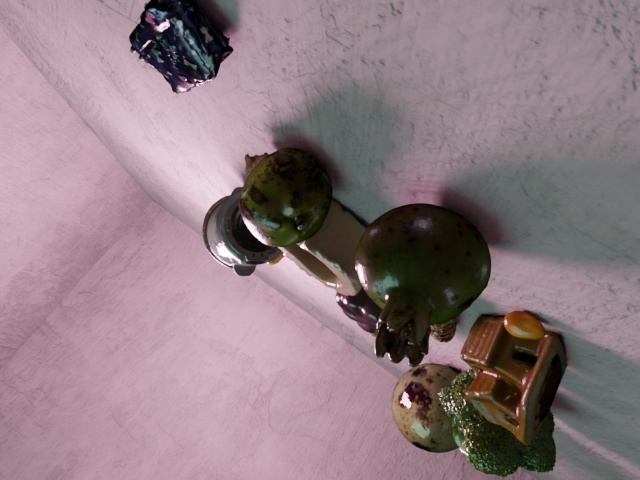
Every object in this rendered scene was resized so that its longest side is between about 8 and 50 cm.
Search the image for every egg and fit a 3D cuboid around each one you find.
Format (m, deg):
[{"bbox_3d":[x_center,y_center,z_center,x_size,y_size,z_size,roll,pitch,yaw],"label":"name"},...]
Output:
[{"bbox_3d":[0.467,0.686,1.914,0.344,0.345,0.428,33,170,15],"label":"egg"}]

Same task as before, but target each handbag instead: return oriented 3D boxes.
[{"bbox_3d":[-0.270,-0.374,0.872,0.162,0.113,0.260,40,165,-29],"label":"handbag"}]

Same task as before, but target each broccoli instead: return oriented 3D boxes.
[{"bbox_3d":[0.543,0.556,1.435,0.309,0.321,0.413,-22,171,34],"label":"broccoli"}]

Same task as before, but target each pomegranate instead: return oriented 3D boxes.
[{"bbox_3d":[-0.101,-0.123,1.065,0.277,0.222,0.204,53,-175,12],"label":"pomegranate"},{"bbox_3d":[0.191,0.071,0.827,0.242,0.242,0.306,48,-158,-36],"label":"pomegranate"}]

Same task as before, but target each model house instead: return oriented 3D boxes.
[{"bbox_3d":[0.441,0.313,1.121,0.239,0.268,0.173,24,180,45],"label":"model house"}]

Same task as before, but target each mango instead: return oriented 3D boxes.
[{"bbox_3d":[0.449,0.188,1.017,0.089,0.060,0.046,24,-159,35],"label":"mango"}]

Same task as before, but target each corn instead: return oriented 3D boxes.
[{"bbox_3d":[0.335,0.218,1.300,0.098,0.098,0.290,28,166,32],"label":"corn"}]

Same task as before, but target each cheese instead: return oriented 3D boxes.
[{"bbox_3d":[0.002,-0.002,1.289,0.332,0.153,0.292,38,165,-9],"label":"cheese"}]

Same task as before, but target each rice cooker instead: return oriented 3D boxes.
[{"bbox_3d":[-0.249,-0.034,1.556,0.264,0.317,0.316,-4,-177,-25],"label":"rice cooker"}]

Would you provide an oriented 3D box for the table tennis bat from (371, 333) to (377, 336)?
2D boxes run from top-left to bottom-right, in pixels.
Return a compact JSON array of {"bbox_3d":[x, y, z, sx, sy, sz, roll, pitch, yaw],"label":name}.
[{"bbox_3d":[0.202,0.340,2.079,0.198,0.050,0.321,21,154,42],"label":"table tennis bat"}]

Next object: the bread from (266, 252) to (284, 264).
[{"bbox_3d":[-0.259,-0.034,1.773,0.311,0.173,0.121,32,136,8],"label":"bread"}]

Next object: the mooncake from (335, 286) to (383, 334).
[{"bbox_3d":[0.190,0.215,1.516,0.306,0.154,0.306,32,165,10],"label":"mooncake"}]
